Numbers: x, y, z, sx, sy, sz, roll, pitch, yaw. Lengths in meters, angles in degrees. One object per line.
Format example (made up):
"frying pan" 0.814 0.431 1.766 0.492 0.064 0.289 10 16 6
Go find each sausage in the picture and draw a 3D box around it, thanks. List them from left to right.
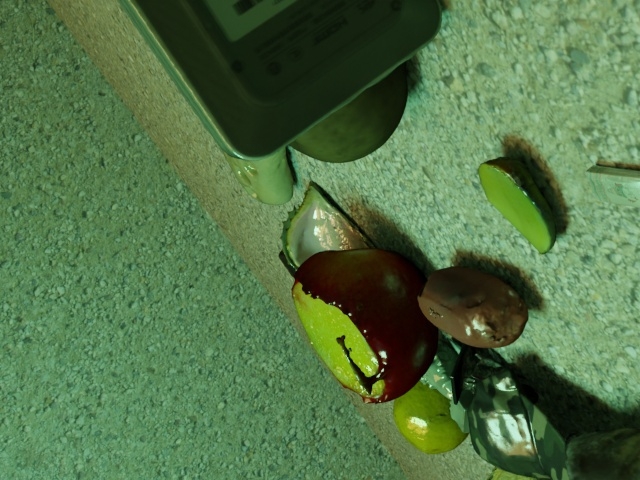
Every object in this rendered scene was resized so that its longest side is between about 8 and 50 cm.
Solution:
"sausage" 0.310 0.133 1.610 0.152 0.152 0.280 58 166 -21

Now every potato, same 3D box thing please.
"potato" 0.336 -0.065 1.285 0.198 0.054 0.119 50 164 -12

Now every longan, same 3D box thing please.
"longan" -0.005 -0.290 1.354 0.350 0.288 0.288 48 168 -30

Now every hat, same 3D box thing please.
"hat" 0.461 0.487 1.694 0.366 0.257 0.381 48 -155 -28

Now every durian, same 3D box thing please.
"durian" 0.000 0.015 2.127 0.305 0.196 0.185 49 170 1

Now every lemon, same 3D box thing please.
"lemon" 0.322 0.486 2.207 0.228 0.228 0.253 39 166 37

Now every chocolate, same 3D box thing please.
"chocolate" 0.601 0.465 1.417 0.303 0.213 0.303 42 -147 -36

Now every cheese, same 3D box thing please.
"cheese" -0.160 -0.226 2.133 0.328 0.130 0.351 60 164 -21

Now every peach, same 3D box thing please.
"peach" 0.130 0.182 1.929 0.405 0.310 0.335 58 160 2

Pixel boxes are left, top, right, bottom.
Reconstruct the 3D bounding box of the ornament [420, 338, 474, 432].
"ornament" 0.346 0.380 2.032 0.285 0.121 0.130 55 146 42

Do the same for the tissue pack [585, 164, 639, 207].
"tissue pack" 0.421 -0.073 1.082 0.056 0.023 0.108 58 162 -23

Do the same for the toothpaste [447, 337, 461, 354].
"toothpaste" 0.398 0.324 1.988 0.205 0.036 0.056 47 180 23

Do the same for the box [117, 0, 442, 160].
"box" -0.064 -0.362 1.101 0.396 0.396 0.111 55 167 -16

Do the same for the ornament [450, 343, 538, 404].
"ornament" 0.426 0.326 1.855 0.196 0.153 0.166 16 150 23

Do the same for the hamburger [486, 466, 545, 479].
"hamburger" 0.525 0.681 2.056 0.146 0.243 0.286 53 179 -11

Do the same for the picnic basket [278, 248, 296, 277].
"picnic basket" 0.014 0.087 2.344 0.222 0.129 0.297 55 164 -17
